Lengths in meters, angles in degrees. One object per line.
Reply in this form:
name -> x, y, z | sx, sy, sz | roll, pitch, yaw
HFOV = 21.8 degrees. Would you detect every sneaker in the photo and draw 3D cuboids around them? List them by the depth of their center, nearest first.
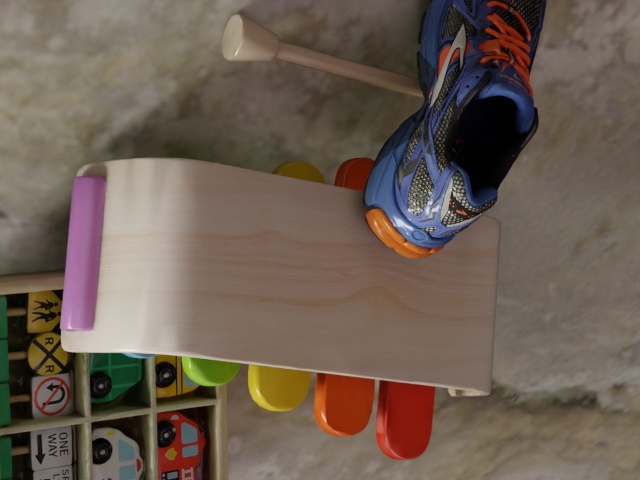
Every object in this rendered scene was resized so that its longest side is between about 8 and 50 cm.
sneaker -> 0.104, -0.091, 1.025 | 0.083, 0.087, 0.221 | 29, 66, -27

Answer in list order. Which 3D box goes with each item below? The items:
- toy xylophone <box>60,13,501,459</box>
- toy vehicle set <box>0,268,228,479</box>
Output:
toy xylophone -> 0.000, 0.000, 1.050 | 0.322, 0.081, 0.236 | 19, 75, -30
toy vehicle set -> -0.138, 0.149, 1.046 | 0.166, 0.035, 0.267 | -6, 99, -33
